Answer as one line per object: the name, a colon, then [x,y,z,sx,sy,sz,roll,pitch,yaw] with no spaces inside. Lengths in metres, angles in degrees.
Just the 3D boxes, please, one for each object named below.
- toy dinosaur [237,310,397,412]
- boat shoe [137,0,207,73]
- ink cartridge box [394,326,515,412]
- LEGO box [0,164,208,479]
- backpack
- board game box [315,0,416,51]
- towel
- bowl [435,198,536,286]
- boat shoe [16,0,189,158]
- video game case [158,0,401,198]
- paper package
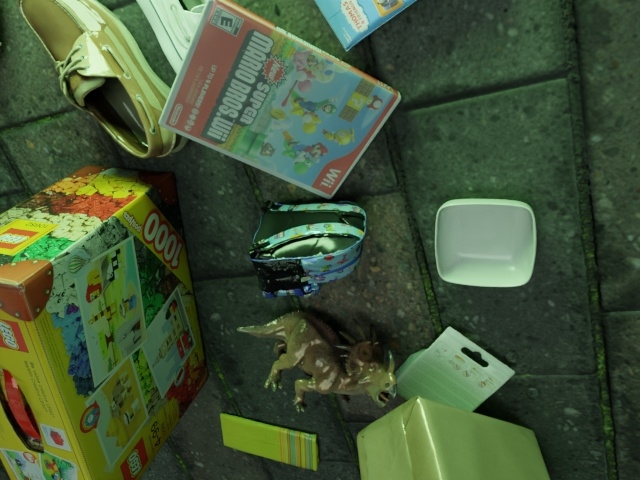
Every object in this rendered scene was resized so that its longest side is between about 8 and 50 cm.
toy dinosaur: [0.003,0.199,0.981,0.296,0.127,0.200,36,118,12]
boat shoe: [-0.178,-0.302,0.759,0.084,0.095,0.258,-22,111,34]
ink cartridge box: [0.232,0.242,0.971,0.146,0.045,0.179,35,115,-1]
LEGO box: [-0.396,0.167,0.950,0.193,0.372,0.499,8,122,16]
backpack: [-0.010,0.009,0.841,0.174,0.158,0.116,-6,125,10]
board game box: [0.075,-0.364,0.663,0.212,0.039,0.160,-27,107,30]
towel: [-0.117,0.457,1.235,0.238,0.021,0.102,8,116,17]
bowl: [0.247,-0.002,0.807,0.142,0.053,0.142,3,119,19]
boat shoe: [-0.340,-0.259,0.831,0.324,0.116,0.123,45,124,-9]
video game case: [-0.060,-0.188,0.765,0.285,0.025,0.204,22,127,-20]
paper package: [0.236,0.444,0.863,0.325,0.309,0.168,25,132,-32]
